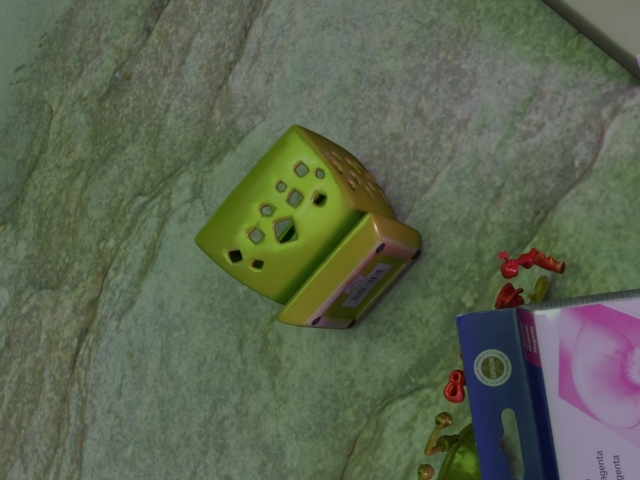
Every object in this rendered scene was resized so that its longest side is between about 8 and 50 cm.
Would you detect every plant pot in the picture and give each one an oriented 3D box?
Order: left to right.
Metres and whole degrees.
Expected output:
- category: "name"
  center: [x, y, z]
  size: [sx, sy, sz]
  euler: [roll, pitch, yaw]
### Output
- category: "plant pot"
  center: [0.000, 0.000, 1.317]
  size: [0.228, 0.227, 0.207]
  euler: [-49, 66, 11]

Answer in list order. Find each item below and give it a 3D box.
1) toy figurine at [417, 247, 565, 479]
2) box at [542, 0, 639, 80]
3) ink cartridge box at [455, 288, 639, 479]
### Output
- category: "toy figurine"
  center: [0.282, 0.210, 1.117]
  size: [0.217, 0.191, 0.363]
  euler: [22, 92, 31]
- category: "box"
  center: [0.370, -0.333, 1.234]
  size: [0.094, 0.113, 0.275]
  euler: [-47, 61, 12]
- category: "ink cartridge box"
  center: [0.331, 0.220, 1.006]
  size: [0.329, 0.071, 0.324]
  euler: [-10, 92, 14]
